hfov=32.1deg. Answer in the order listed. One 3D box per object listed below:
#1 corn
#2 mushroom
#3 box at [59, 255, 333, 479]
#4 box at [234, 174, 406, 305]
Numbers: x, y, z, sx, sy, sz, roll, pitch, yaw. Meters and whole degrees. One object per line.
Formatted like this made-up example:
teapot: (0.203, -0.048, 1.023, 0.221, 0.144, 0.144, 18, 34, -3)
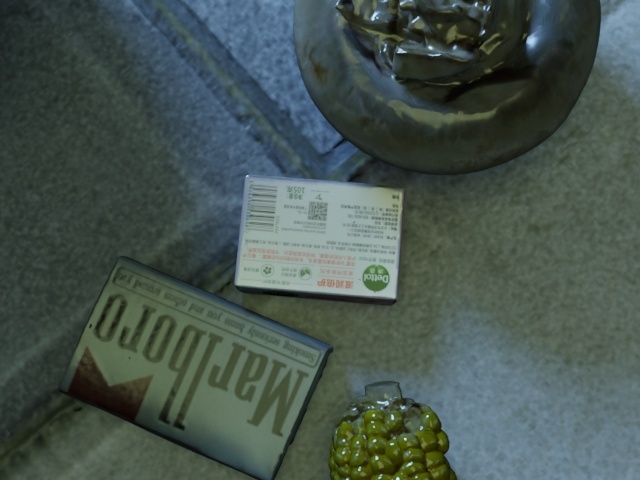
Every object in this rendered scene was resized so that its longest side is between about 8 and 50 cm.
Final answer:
corn: (0.065, 0.259, 0.784, 0.097, 0.097, 0.319, -8, 83, 0)
mushroom: (0.091, -0.162, 0.810, 0.226, 0.178, 0.226, -2, 73, 7)
box: (-0.093, 0.097, 0.840, 0.177, 0.036, 0.115, 22, 82, 4)
box: (0.000, 0.000, 0.851, 0.125, 0.043, 0.089, 6, 80, 2)
